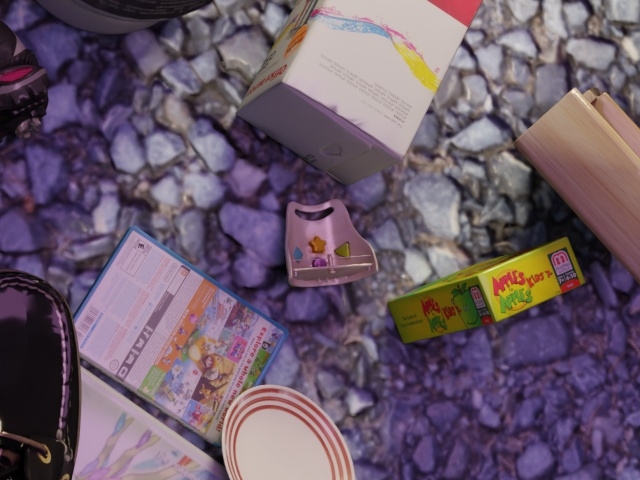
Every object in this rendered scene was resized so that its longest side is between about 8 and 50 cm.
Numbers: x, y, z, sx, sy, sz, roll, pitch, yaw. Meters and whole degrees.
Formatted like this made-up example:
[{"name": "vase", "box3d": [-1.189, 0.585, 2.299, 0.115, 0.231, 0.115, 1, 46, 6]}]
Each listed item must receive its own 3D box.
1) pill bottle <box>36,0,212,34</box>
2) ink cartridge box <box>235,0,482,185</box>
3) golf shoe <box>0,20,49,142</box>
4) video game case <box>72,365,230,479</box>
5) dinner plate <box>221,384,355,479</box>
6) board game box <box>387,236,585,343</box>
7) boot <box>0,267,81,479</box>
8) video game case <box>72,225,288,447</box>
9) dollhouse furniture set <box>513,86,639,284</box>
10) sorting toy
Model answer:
[{"name": "pill bottle", "box3d": [-0.123, -0.285, 1.330, 0.204, 0.361, 0.204, 4, 80, -21]}, {"name": "ink cartridge box", "box3d": [0.033, -0.159, 1.498, 0.127, 0.128, 0.176, 31, 71, -14]}, {"name": "golf shoe", "box3d": [-0.350, -0.094, 1.364, 0.273, 0.105, 0.120, -29, 77, -29]}, {"name": "video game case", "box3d": [-0.220, 0.262, 1.378, 0.329, 0.036, 0.300, 37, 70, -12]}, {"name": "dinner plate", "box3d": [-0.029, 0.189, 1.455, 0.141, 0.017, 0.141, 24, 50, -32]}, {"name": "board game box", "box3d": [0.139, 0.045, 1.477, 0.092, 0.181, 0.043, -21, 89, -23]}, {"name": "boot", "box3d": [-0.222, 0.193, 1.213, 0.138, 0.284, 0.377, 18, 76, -19]}, {"name": "video game case", "box3d": [-0.123, 0.082, 1.458, 0.166, 0.015, 0.119, 35, 70, -13]}, {"name": "dollhouse furniture set", "box3d": [0.374, -0.160, 1.460, 0.394, 0.256, 0.362, -42, 88, 13]}, {"name": "sorting toy", "box3d": [0.000, 0.000, 1.509, 0.083, 0.045, 0.075, -3, 75, -22]}]
